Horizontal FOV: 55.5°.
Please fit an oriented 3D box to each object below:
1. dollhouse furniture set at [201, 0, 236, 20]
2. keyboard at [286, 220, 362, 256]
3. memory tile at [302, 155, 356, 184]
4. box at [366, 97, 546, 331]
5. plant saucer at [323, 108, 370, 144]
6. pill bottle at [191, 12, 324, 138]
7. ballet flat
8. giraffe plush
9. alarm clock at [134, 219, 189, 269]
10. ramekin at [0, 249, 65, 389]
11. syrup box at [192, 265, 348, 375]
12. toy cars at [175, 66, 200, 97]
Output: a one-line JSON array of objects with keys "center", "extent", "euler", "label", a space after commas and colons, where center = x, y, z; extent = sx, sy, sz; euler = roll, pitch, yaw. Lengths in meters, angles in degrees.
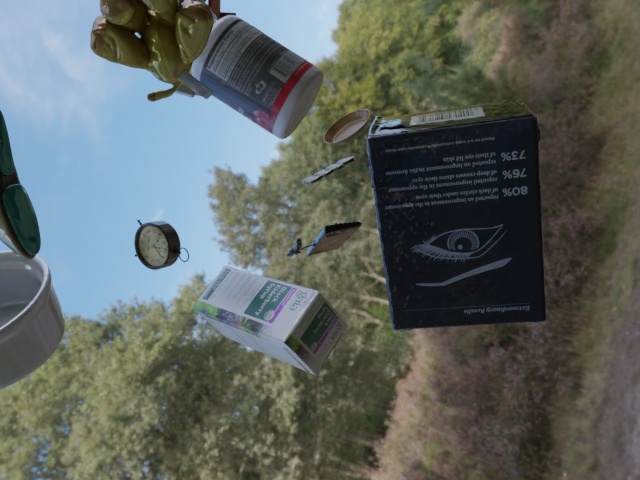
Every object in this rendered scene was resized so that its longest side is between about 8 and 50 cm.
[{"center": [-0.272, -0.651, 1.555], "extent": [0.262, 0.135, 0.259], "euler": [-67, -17, -66], "label": "dollhouse furniture set"}, {"center": [0.000, 0.000, 1.881], "extent": [0.317, 0.202, 0.033], "euler": [127, 128, -72], "label": "keyboard"}, {"center": [0.022, -0.193, 1.676], "extent": [0.012, 0.148, 0.113], "euler": [63, 172, -12], "label": "memory tile"}, {"center": [0.137, -0.025, 0.612], "extent": [0.108, 0.153, 0.207], "euler": [-65, -32, -66], "label": "box"}, {"center": [0.044, -0.174, 0.951], "extent": [0.015, 0.084, 0.083], "euler": [52, -139, -29], "label": "plant saucer"}, {"center": [-0.167, -0.375, 1.327], "extent": [0.176, 0.319, 0.176], "euler": [-57, -2, -3], "label": "pill bottle"}, {"center": [-0.503, -0.085, 0.936], "extent": [0.086, 0.086, 0.248], "euler": [-40, -61, -76], "label": "ballet flat"}, {"center": [-0.245, -0.344, 0.961], "extent": [0.210, 0.182, 0.170], "euler": [52, -159, -45], "label": "giraffe plush"}, {"center": [-0.422, 0.017, 1.638], "extent": [0.064, 0.192, 0.129], "euler": [-15, -61, -55], "label": "alarm clock"}, {"center": [-0.617, 0.153, 1.125], "extent": [0.277, 0.277, 0.135], "euler": [-65, -28, -48], "label": "ramekin"}, {"center": [-0.082, 0.118, 0.949], "extent": [0.093, 0.237, 0.096], "euler": [-55, -51, -22], "label": "syrup box"}, {"center": [-0.308, -0.462, 1.691], "extent": [0.176, 0.394, 0.087], "euler": [29, -112, -43], "label": "toy cars"}]
